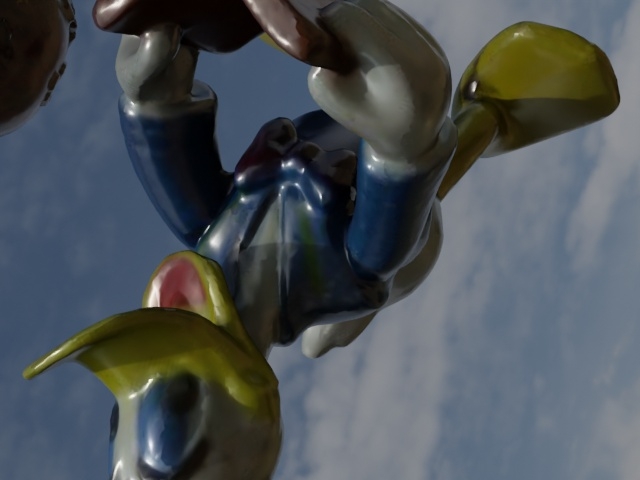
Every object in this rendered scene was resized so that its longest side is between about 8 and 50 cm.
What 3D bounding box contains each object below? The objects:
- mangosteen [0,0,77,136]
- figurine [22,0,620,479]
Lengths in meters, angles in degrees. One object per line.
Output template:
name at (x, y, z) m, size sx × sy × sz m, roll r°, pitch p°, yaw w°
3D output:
mangosteen at (-0.287, -0.173, 0.928) m, size 0.180 × 0.166 × 0.166 m, roll 34°, pitch -109°, yaw -20°
figurine at (0.000, 0.000, 0.488) m, size 0.283 × 0.204 × 0.338 m, roll 74°, pitch -148°, yaw -60°
